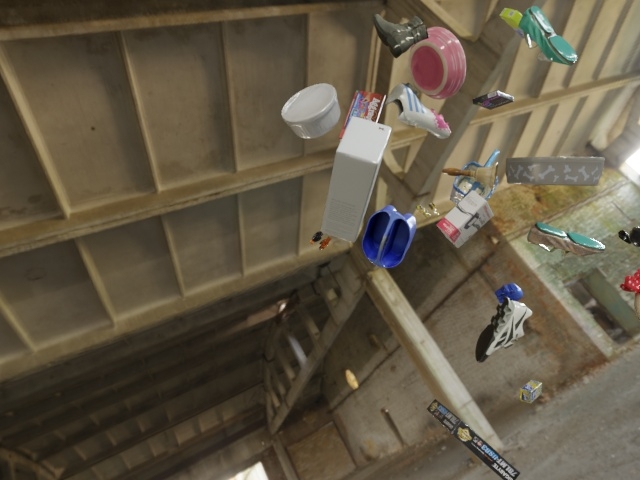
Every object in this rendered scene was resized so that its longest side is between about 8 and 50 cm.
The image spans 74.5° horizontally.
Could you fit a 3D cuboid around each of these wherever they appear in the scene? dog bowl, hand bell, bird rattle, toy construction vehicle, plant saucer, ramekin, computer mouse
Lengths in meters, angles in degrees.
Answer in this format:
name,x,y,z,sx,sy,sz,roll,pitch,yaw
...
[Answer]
name,x,y,z,sx,sy,sz,roll,pitch,yaw
dog bowl,0.884,-0.262,1.609,0.349,0.102,0.349,1,8,0
hand bell,0.697,-0.316,1.985,0.126,0.242,0.126,-36,-48,-55
bird rattle,1.172,0.224,1.460,0.207,0.253,0.143,-61,8,-30
toy construction vehicle,0.544,-0.149,2.133,0.086,0.035,0.098,-24,-53,29
plant saucer,0.537,-0.832,2.011,0.084,0.332,0.332,-31,-23,-22
ramekin,-0.033,-0.583,1.923,0.273,0.273,0.127,-32,-46,2
computer mouse,1.134,-0.010,1.543,0.041,0.071,0.242,-27,-8,18

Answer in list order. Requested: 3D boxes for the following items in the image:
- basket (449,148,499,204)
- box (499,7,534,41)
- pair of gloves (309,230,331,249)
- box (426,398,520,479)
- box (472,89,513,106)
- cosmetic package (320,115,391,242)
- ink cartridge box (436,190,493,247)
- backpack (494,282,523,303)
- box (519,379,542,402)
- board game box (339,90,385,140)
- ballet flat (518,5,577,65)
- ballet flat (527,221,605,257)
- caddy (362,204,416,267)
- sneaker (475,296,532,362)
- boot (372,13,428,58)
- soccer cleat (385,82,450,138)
name,x,y,z,sx,sy,sz,roll,pitch,yaw
basket,0.810,-0.309,2.174,0.254,0.201,0.289,-51,-16,-21
box,0.896,-0.966,1.886,0.178,0.109,0.042,24,-63,-25
pair of gloves,0.000,0.000,1.870,0.083,0.010,0.074,35,-78,-26
box,0.589,0.785,1.665,0.073,0.293,0.295,-49,0,-8
box,0.790,-0.640,1.922,0.162,0.029,0.116,-5,-2,-40
cosmetic package,0.131,-0.227,1.675,0.453,0.162,0.230,102,-172,-51
ink cartridge box,0.701,-0.100,2.035,0.237,0.100,0.172,-45,-37,9
backpack,0.985,0.282,2.195,0.101,0.098,0.120,38,-65,-22
box,1.048,0.750,2.093,0.054,0.059,0.169,4,5,43
board game box,0.198,-0.577,1.972,0.027,0.145,0.281,73,-146,-67
ballet flat,0.738,-0.649,1.381,0.083,0.247,0.087,-21,-16,-23
ballet flat,1.014,0.013,1.760,0.107,0.316,0.106,-70,-1,-56
caddy,0.358,-0.018,2.222,0.179,0.241,0.341,-38,-32,-51
sneaker,0.788,0.410,1.807,0.122,0.146,0.330,-74,5,-65
boot,0.324,-0.856,1.701,0.161,0.246,0.083,-30,-26,9
soccer cleat,0.435,-0.558,1.909,0.143,0.331,0.116,-47,4,-6
